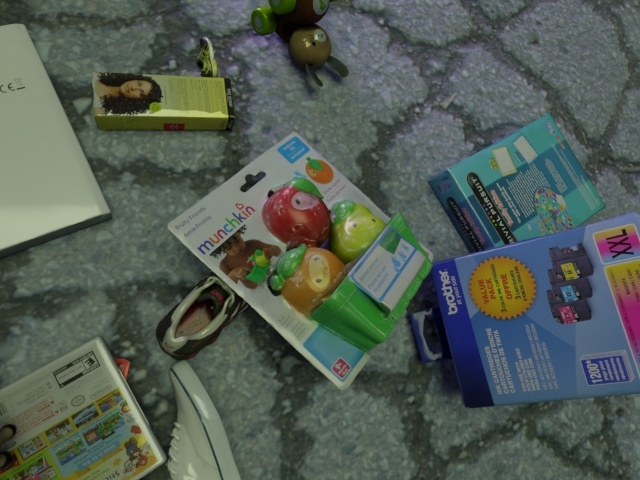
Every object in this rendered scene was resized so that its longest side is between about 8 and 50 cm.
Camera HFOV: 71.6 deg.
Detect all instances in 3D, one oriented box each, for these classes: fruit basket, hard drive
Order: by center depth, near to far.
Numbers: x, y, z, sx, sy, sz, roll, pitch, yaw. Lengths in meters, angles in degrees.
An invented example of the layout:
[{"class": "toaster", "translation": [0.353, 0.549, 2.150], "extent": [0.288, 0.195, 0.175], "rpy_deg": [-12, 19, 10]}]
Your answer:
[{"class": "hard drive", "translation": [-0.516, -0.154, 0.695], "extent": [0.233, 0.047, 0.352], "rpy_deg": [-25, 85, -22]}, {"class": "fruit basket", "translation": [0.000, 0.000, 0.720], "extent": [0.353, 0.165, 0.327], "rpy_deg": [46, 52, -3]}]

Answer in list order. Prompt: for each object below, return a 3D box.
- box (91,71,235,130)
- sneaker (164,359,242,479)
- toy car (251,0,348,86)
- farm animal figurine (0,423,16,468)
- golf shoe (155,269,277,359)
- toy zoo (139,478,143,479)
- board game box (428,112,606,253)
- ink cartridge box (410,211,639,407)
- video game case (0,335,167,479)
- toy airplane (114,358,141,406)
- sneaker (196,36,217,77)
[{"class": "box", "translation": [-0.274, -0.245, 0.792], "extent": [0.233, 0.058, 0.087], "rpy_deg": [-6, 79, -20]}, {"class": "sneaker", "translation": [-0.188, 0.311, 0.664], "extent": [0.091, 0.094, 0.257], "rpy_deg": [-20, 85, -26]}, {"class": "toy car", "translation": [-0.015, -0.404, 0.883], "extent": [0.155, 0.149, 0.188], "rpy_deg": [-34, 100, -33]}, {"class": "farm animal figurine", "translation": [-0.560, 0.190, 0.498], "extent": [0.331, 0.172, 0.326], "rpy_deg": [-13, 77, -12]}, {"class": "golf shoe", "translation": [-0.145, 0.081, 0.723], "extent": [0.105, 0.120, 0.272], "rpy_deg": [42, 67, -3]}, {"class": "toy zoo", "translation": [-0.298, 0.464, 0.624], "extent": [0.192, 0.030, 0.293], "rpy_deg": [-36, 90, -22]}, {"class": "board game box", "translation": [0.441, -0.103, 0.984], "extent": [0.336, 0.079, 0.253], "rpy_deg": [-29, 87, -22]}, {"class": "ink cartridge box", "translation": [0.369, 0.136, 0.786], "extent": [0.151, 0.396, 0.269], "rpy_deg": [5, 70, -58]}, {"class": "video game case", "translation": [-0.366, 0.281, 0.613], "extent": [0.227, 0.026, 0.206], "rpy_deg": [-30, 81, -17]}, {"class": "toy airplane", "translation": [-0.344, 0.247, 0.657], "extent": [0.152, 0.028, 0.151], "rpy_deg": [4, 69, -12]}, {"class": "sneaker", "translation": [-0.222, -0.351, 0.849], "extent": [0.035, 0.031, 0.083], "rpy_deg": [-14, 82, -21]}]
